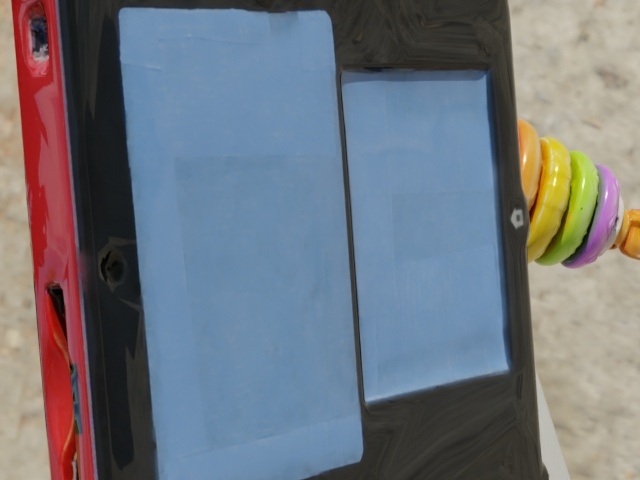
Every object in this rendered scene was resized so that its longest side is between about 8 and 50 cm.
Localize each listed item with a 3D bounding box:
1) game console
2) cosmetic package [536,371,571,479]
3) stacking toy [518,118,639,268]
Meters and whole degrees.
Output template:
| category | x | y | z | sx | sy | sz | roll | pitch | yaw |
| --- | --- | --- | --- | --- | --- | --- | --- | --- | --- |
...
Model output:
| category | x | y | z | sx | sy | sz | roll | pitch | yaw |
| --- | --- | --- | --- | --- | --- | --- | --- | --- | --- |
| game console | 0.000 | 0.000 | 0.885 | 0.060 | 0.342 | 0.386 | -1 | 94 | 46 |
| cosmetic package | 0.124 | 0.155 | 1.447 | 0.085 | 0.117 | 0.231 | -18 | 87 | 51 |
| stacking toy | 0.228 | -0.031 | 1.683 | 0.175 | 0.302 | 0.165 | 123 | 159 | -49 |
